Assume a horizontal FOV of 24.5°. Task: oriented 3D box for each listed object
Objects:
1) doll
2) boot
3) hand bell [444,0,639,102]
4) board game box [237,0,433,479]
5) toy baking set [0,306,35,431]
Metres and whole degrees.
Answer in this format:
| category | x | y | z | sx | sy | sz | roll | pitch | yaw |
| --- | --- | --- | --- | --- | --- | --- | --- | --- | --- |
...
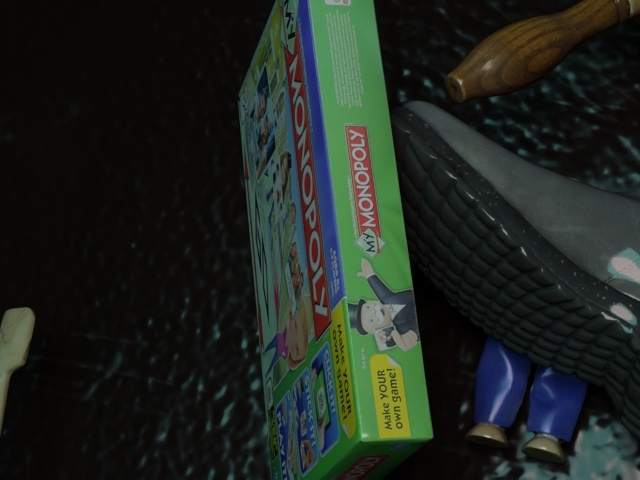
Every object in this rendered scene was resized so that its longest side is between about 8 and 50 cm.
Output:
| category | x | y | z | sx | sy | sz | roll | pitch | yaw |
| --- | --- | --- | --- | --- | --- | --- | --- | --- | --- |
| doll | 0.143 | 0.045 | 0.973 | 0.129 | 0.046 | 0.189 | 12 | 74 | 15 |
| boot | 0.210 | -0.012 | 0.926 | 0.338 | 0.118 | 0.223 | 41 | 64 | 13 |
| hand bell | 0.179 | -0.145 | 0.943 | 0.242 | 0.126 | 0.126 | -28 | 64 | -21 |
| board game box | 0.000 | 0.000 | 0.943 | 0.046 | 0.213 | 0.317 | -1 | 68 | -14 |
| toy baking set | -0.290 | 0.157 | 1.018 | 0.256 | 0.030 | 0.197 | -35 | 49 | 18 |
